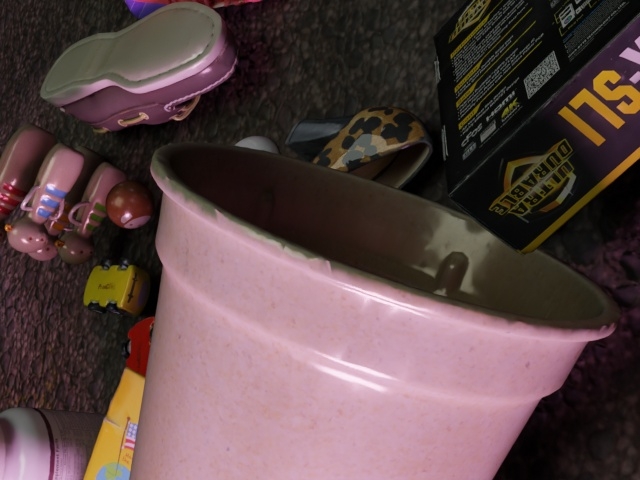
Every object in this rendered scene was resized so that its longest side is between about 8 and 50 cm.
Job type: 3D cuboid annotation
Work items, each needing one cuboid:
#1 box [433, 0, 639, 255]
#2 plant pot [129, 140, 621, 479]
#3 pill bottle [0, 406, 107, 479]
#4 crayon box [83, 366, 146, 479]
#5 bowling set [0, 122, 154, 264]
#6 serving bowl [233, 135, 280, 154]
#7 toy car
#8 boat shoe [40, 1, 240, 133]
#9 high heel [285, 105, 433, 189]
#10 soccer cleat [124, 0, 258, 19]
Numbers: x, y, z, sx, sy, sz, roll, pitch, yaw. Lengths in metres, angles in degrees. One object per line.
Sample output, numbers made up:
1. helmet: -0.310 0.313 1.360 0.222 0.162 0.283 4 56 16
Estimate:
1. box: 0.210 -0.176 0.720 0.322 0.079 0.257 -45 19 27
2. plant pot: 0.001 0.127 0.780 0.334 0.334 0.305 32 109 46
3. pill bottle: -0.273 0.233 1.102 0.121 0.221 0.121 -16 68 46
4. crayon box: -0.141 0.301 1.010 0.202 0.081 0.318 24 98 29
5. bowling set: -0.301 -0.032 1.209 0.200 0.287 0.154 29 92 27
6. serving bowl: -0.078 -0.070 1.121 0.083 0.027 0.083 -15 68 43
7. toy car: -0.158 0.040 1.151 0.225 0.053 0.239 -55 38 14
8. boat shoe: -0.193 -0.184 1.224 0.324 0.097 0.116 -4 55 45
9. high heel: 0.000 0.000 0.957 0.186 0.093 0.261 4 70 53
10. soccer cleat: -0.103 -0.294 1.155 0.318 0.109 0.116 -23 67 38
